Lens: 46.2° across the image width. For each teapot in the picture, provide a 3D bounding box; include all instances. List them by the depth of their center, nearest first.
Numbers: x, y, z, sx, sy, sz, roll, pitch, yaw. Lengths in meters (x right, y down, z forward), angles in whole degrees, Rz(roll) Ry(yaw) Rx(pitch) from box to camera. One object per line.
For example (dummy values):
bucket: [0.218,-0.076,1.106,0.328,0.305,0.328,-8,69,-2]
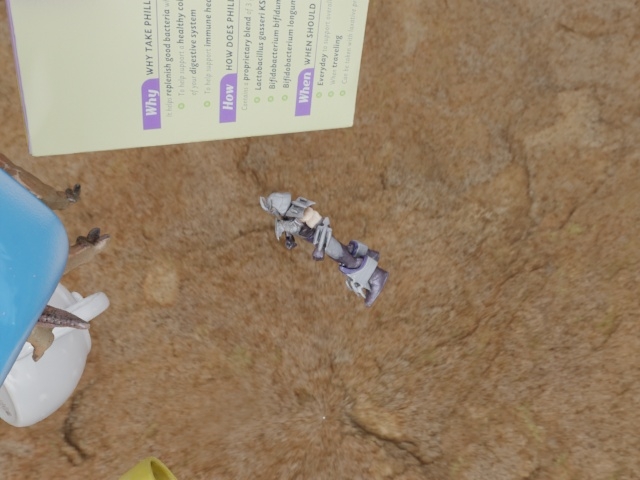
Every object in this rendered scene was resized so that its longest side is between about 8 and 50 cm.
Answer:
teapot: [-0.432,0.137,1.119,0.256,0.252,0.187,33,50,26]

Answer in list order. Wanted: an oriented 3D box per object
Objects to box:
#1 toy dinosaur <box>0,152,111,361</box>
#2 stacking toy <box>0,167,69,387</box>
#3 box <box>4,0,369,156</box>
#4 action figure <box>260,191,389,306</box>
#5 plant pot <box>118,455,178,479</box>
toy dinosaur: [-0.288,-0.017,0.568,0.127,0.200,0.295,-46,53,11]
stacking toy: [-0.283,0.012,0.371,0.302,0.166,0.175,8,64,46]
box: [-0.095,-0.189,0.526,0.243,0.213,0.117,-9,39,-20]
action figure: [0.000,0.000,1.371,0.285,0.185,0.099,36,90,-25]
plant pot: [-0.398,0.641,1.617,0.239,0.254,0.254,-35,79,-8]
